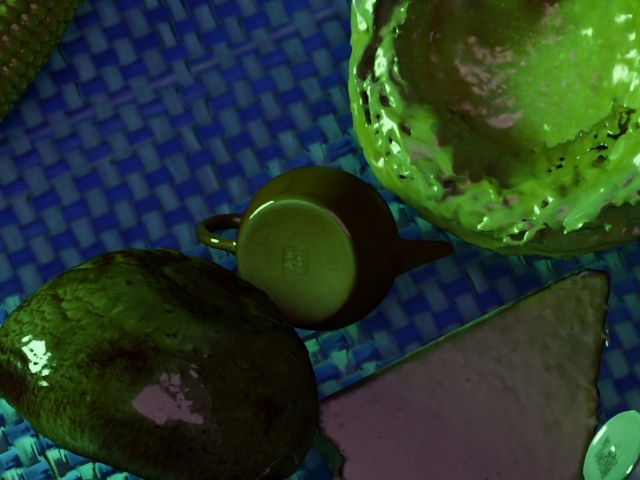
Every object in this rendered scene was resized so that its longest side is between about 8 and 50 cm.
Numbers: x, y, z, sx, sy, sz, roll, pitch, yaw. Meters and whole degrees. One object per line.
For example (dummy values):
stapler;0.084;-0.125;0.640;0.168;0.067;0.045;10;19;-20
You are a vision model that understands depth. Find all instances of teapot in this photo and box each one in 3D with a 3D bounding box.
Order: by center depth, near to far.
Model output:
teapot;0.000;0.000;1.308;0.173;0.116;0.116;8;74;20

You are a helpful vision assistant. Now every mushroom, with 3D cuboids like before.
mushroom;-0.097;0.074;1.206;0.194;0.231;0.138;32;88;-27

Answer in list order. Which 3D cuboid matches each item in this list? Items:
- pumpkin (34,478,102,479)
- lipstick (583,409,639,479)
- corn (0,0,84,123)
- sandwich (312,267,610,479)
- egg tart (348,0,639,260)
pumpkin;-0.180;0.271;1.189;0.325;0.242;0.232;-46;55;-7
lipstick;0.283;0.192;1.243;0.264;0.059;0.059;32;74;-22
corn;-0.238;-0.130;1.321;0.106;0.106;0.305;28;77;4
sandwich;0.084;0.120;1.275;0.186;0.108;0.220;10;77;-2
egg tart;0.150;-0.122;1.316;0.288;0.118;0.288;-2;82;14
